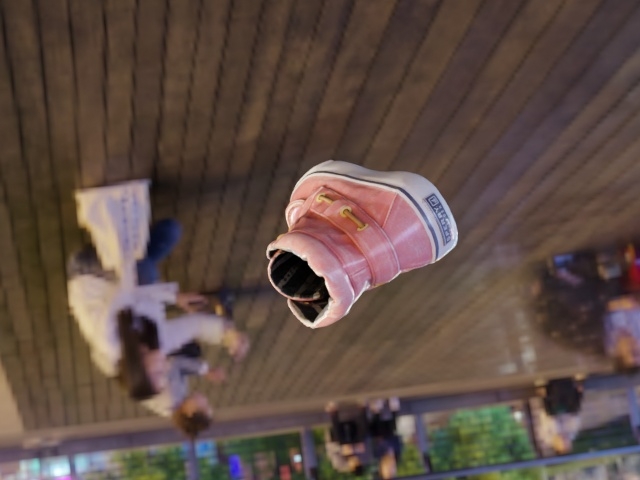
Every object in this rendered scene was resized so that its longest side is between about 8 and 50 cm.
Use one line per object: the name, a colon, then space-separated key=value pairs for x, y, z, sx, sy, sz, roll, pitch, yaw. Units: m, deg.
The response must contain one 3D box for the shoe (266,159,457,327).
shoe: x=0.000 y=0.000 z=0.731 sx=0.081 sy=0.063 sz=0.178 roll=-30 pitch=-167 yaw=-19
